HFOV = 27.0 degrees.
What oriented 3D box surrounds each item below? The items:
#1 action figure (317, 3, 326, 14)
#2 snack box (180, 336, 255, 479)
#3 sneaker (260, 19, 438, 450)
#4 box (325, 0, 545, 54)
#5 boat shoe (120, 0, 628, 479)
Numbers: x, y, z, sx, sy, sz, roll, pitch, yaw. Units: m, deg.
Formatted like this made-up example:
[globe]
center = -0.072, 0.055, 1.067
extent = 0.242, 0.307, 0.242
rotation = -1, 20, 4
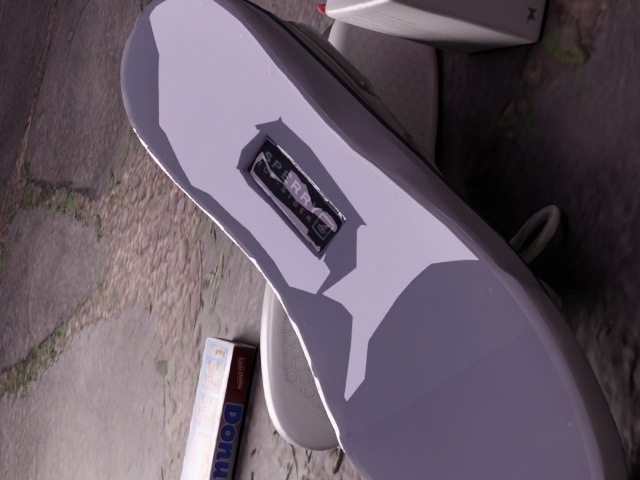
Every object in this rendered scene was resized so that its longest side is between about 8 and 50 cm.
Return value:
[action figure]
center = 0.030, -0.203, 0.974
extent = 0.115, 0.030, 0.038
rotation = -32, 46, 55
[snack box]
center = -0.088, 0.168, 1.068
extent = 0.064, 0.022, 0.178
rotation = 4, 83, 66
[sneaker]
center = 0.000, 0.000, 0.867
extent = 0.147, 0.105, 0.295
rotation = -33, 44, 60
[box]
center = 0.072, -0.170, 0.777
extent = 0.087, 0.101, 0.102
rotation = 8, 87, 65
[boat shoe]
center = 0.047, 0.011, 0.713
extent = 0.367, 0.156, 0.136
rotation = 49, 118, 23
